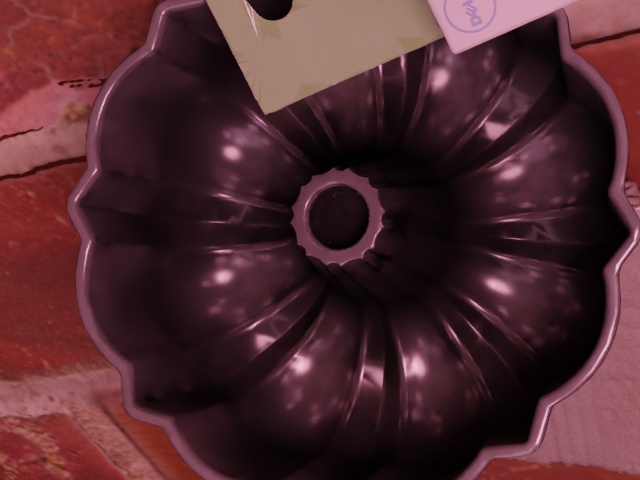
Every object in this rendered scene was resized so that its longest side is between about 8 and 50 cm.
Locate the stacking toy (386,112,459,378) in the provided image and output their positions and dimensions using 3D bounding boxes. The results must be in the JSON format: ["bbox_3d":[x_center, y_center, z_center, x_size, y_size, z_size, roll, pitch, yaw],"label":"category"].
[{"bbox_3d":[0.000,0.000,1.032,0.221,0.167,0.052,3,176,27],"label":"stacking toy"}]

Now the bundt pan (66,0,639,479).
[{"bbox_3d":[0.027,-0.010,0.917,0.330,0.331,0.124,6,178,18],"label":"bundt pan"}]

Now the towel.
[{"bbox_3d":[0.159,0.063,1.104,0.187,0.049,0.282,5,136,22],"label":"towel"}]

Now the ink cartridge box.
[{"bbox_3d":[0.035,-0.174,0.799,0.235,0.056,0.171,-23,106,13],"label":"ink cartridge box"}]
